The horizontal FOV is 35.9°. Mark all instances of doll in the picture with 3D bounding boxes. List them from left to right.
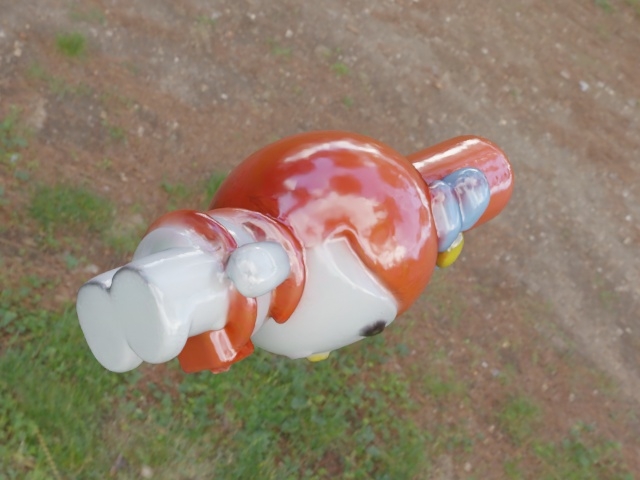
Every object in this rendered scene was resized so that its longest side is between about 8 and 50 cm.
[{"bbox_3d":[0.000,0.000,0.586,0.290,0.161,0.129,-21,89,-41],"label":"doll"}]
